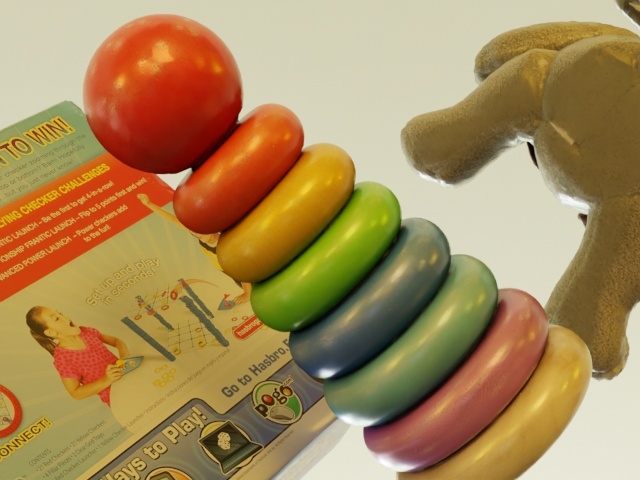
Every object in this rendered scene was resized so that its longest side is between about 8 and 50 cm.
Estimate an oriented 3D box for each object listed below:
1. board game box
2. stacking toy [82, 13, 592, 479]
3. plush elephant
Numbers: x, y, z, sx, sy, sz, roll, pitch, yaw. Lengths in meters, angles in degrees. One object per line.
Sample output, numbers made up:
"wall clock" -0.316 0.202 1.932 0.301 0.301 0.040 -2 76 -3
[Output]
"board game box" -0.161 0.077 0.927 0.308 0.302 0.086 -35 -19 -50
"stacking toy" 0.000 0.000 0.847 0.141 0.330 0.141 -42 9 8
"plush elephant" 0.276 -0.096 1.211 0.255 0.272 0.330 -4 -45 -52
